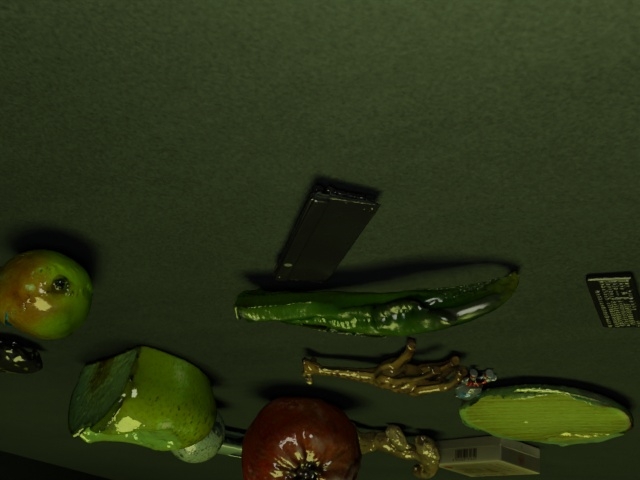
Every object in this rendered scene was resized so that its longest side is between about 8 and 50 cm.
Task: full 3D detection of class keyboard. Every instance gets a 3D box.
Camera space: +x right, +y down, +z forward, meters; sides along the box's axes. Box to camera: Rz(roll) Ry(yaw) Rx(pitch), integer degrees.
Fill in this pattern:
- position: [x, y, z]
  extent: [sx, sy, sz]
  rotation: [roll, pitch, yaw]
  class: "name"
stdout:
- position: [0.351, 0.075, 0.876]
  extent: [0.053, 0.010, 0.155]
  rotation: [-5, 152, 28]
  class: "keyboard"
- position: [0.000, -0.001, 0.817]
  extent: [0.072, 0.023, 0.231]
  rotation: [6, 156, -11]
  class: "keyboard"

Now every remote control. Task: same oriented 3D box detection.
- position: [-0.179, 0.546, 1.953]
  extent: [0.296, 0.056, 0.140]
  rotation: [16, 155, -18]
  class: "remote control"

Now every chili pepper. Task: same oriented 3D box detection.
- position: [0.060, 0.080, 0.901]
  extent: [0.358, 0.077, 0.085]
  rotation: [-4, 169, 27]
  class: "chili pepper"

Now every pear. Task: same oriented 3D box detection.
- position: [-0.329, 0.324, 1.433]
  extent: [0.292, 0.160, 0.292]
  rotation: [5, 156, 2]
  class: "pear"

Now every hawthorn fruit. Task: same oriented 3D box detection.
- position: [-0.044, 0.417, 1.504]
  extent: [0.241, 0.242, 0.271]
  rotation: [14, -175, -11]
  class: "hawthorn fruit"

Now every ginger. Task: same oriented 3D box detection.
- position: [0.157, 0.450, 1.647]
  extent: [0.258, 0.065, 0.149]
  rotation: [27, 135, -8]
  class: "ginger"

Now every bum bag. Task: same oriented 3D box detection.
- position: [-0.653, 0.214, 1.412]
  extent: [0.232, 0.060, 0.107]
  rotation: [4, 145, 6]
  class: "bum bag"

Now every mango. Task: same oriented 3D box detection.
- position: [-0.369, 0.075, 0.988]
  extent: [0.125, 0.111, 0.233]
  rotation: [30, 162, -12]
  class: "mango"

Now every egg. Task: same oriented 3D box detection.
- position: [-0.280, 0.416, 1.630]
  extent: [0.132, 0.132, 0.172]
  rotation: [2, 142, 14]
  class: "egg"

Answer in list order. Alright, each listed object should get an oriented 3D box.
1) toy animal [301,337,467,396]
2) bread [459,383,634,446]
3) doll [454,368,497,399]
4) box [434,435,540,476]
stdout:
- position: [0.101, 0.210, 1.186]
  extent: [0.275, 0.054, 0.149]
  rotation: [-11, 146, 36]
  class: "toy animal"
- position: [0.387, 0.303, 1.298]
  extent: [0.301, 0.045, 0.301]
  rotation: [6, 152, 3]
  class: "bread"
- position: [0.248, 0.241, 1.219]
  extent: [0.057, 0.039, 0.114]
  rotation: [-27, 158, -27]
  class: "doll"
- position: [0.370, 0.487, 1.662]
  extent: [0.141, 0.058, 0.201]
  rotation: [24, 150, -29]
  class: "box"
